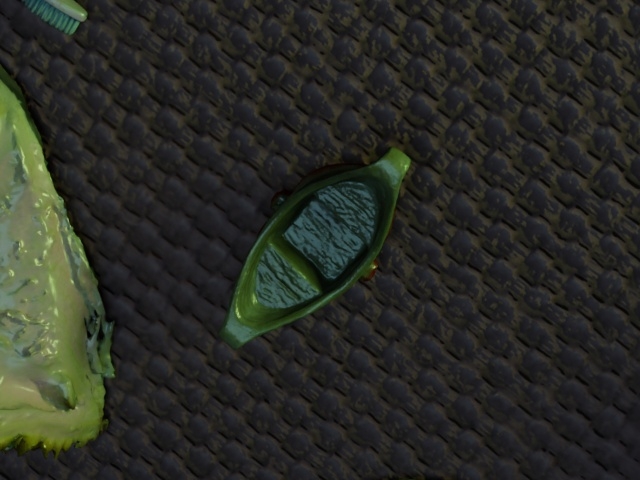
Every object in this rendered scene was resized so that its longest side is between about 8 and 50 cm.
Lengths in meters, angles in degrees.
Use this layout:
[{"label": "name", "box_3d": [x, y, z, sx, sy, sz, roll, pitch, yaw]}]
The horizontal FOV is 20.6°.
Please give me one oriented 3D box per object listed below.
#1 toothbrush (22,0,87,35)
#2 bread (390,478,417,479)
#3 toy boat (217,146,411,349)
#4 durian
[{"label": "toothbrush", "box_3d": [-0.278, -0.222, 1.215, 0.269, 0.021, 0.027, 33, 106, 1]}, {"label": "bread", "box_3d": [0.073, 0.311, 1.302, 0.301, 0.045, 0.301, 4, 107, 12]}, {"label": "toy boat", "box_3d": [0.000, 0.000, 1.201, 0.089, 0.071, 0.185, 42, 110, -3]}, {"label": "durian", "box_3d": [-0.273, 0.032, 1.211, 0.185, 0.195, 0.305, 0, 110, 19]}]
